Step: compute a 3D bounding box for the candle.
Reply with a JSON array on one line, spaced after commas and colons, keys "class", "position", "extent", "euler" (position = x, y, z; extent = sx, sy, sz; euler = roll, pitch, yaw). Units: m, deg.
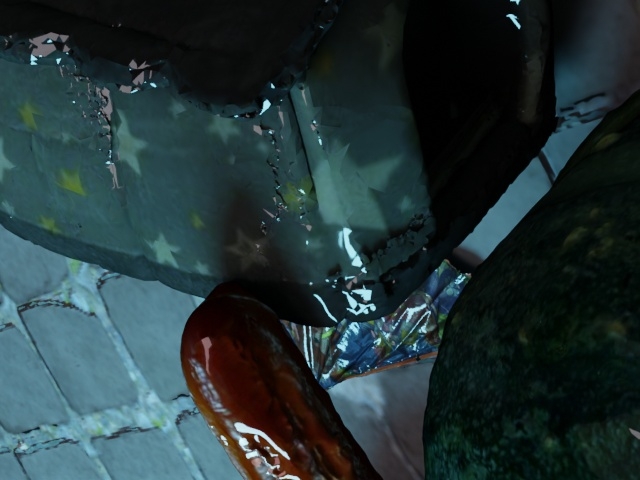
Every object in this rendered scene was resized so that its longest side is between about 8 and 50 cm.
[{"class": "candle", "position": [0.037, 0.149, 0.614], "extent": [0.329, 0.048, 0.051], "euler": [59, 172, -23]}]

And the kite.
[{"class": "kite", "position": [0.000, 0.000, 0.770], "extent": [0.232, 0.009, 0.189], "euler": [28, 133, 25]}]

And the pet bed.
[{"class": "pet bed", "position": [-0.029, -0.091, 0.610], "extent": [0.211, 0.183, 0.159], "euler": [16, 134, 36]}]

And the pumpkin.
[{"class": "pumpkin", "position": [0.161, 0.092, 0.552], "extent": [0.263, 0.197, 0.293], "euler": [2, 120, 38]}]
